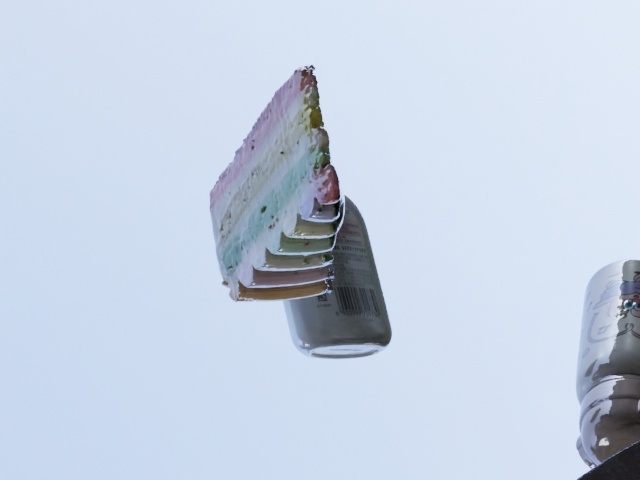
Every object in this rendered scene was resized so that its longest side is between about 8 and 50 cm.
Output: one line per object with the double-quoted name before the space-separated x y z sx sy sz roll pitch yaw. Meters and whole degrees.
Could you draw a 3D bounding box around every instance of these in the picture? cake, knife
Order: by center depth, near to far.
"knife" 0.225 0.174 1.088 0.060 0.230 0.028 38 -152 -21
"cake" -0.035 -0.033 1.161 0.090 0.225 0.109 -8 -113 -9

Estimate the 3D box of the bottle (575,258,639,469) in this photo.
"bottle" 0.272 0.119 1.339 0.097 0.110 0.209 30 -140 -8

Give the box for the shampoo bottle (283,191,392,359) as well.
"shampoo bottle" 0.000 0.000 1.387 0.108 0.051 0.221 2 -116 -35
